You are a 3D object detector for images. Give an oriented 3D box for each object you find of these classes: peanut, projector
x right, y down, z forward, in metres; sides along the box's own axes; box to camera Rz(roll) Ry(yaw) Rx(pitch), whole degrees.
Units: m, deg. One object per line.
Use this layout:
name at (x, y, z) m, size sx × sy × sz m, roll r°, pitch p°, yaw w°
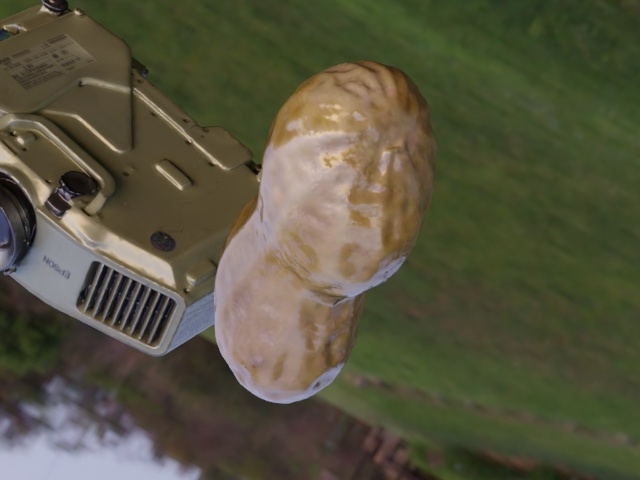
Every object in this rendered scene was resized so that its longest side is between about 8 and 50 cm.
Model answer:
peanut at (0.000, 0.002, 0.854) m, size 0.089 × 0.193 × 0.089 m, roll 13°, pitch -138°, yaw -11°
projector at (-0.157, -0.049, 1.228) m, size 0.269 × 0.088 × 0.193 m, roll 40°, pitch -136°, yaw 18°
